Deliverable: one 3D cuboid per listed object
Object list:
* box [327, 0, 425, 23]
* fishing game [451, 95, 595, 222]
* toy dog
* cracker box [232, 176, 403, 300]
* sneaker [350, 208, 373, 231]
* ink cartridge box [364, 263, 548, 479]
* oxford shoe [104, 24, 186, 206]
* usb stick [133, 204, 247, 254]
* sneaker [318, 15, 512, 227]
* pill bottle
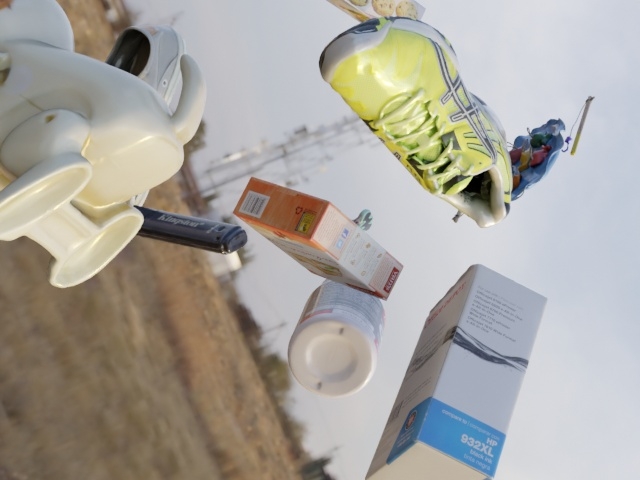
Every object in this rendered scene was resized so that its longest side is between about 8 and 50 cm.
[{"bbox_3d":[0.035,-0.375,1.608,0.063,0.067,0.324,24,1,40],"label":"box"},{"bbox_3d":[0.300,-0.121,1.702,0.041,0.189,0.264,40,-37,-15],"label":"fishing game"},{"bbox_3d":[-0.403,-0.209,1.571,0.408,0.395,0.284,50,6,23],"label":"toy dog"},{"bbox_3d":[0.000,0.000,1.629,0.155,0.067,0.232,19,-12,39],"label":"cracker box"},{"bbox_3d":[0.053,-0.030,1.961,0.069,0.038,0.098,42,-45,28],"label":"sneaker"},{"bbox_3d":[0.203,0.222,1.653,0.129,0.307,0.223,26,-31,-3],"label":"ink cartridge box"},{"bbox_3d":[-0.390,-0.219,2.159,0.169,0.449,0.130,14,-4,36],"label":"oxford shoe"},{"bbox_3d":[-0.259,-0.020,2.012,0.278,0.077,0.045,12,-64,32],"label":"usb stick"},{"bbox_3d":[0.145,-0.146,1.399,0.384,0.145,0.147,30,35,-45],"label":"sneaker"},{"bbox_3d":[0.039,0.166,2.075,0.283,0.161,0.161,-64,135,-70],"label":"pill bottle"}]
